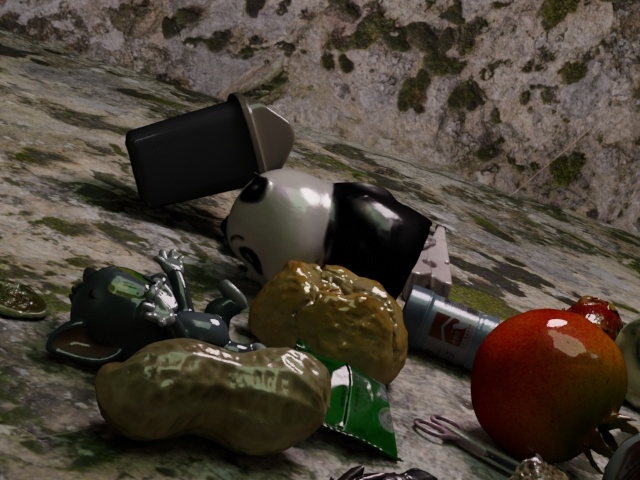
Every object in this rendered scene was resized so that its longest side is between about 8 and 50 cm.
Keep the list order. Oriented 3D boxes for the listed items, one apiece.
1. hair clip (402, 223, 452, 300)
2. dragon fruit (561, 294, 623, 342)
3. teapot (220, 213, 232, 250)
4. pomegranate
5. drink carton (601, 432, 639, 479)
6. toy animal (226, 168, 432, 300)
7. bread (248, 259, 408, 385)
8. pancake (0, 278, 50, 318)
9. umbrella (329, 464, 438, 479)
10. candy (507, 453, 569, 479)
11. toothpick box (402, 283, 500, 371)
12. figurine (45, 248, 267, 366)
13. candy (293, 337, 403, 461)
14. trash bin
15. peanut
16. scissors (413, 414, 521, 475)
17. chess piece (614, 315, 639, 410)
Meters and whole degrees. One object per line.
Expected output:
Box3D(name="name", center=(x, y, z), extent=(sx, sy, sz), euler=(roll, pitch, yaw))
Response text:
Box3D(name="hair clip", center=(0.200, 0.041, 2.481), extent=(0.101, 0.085, 0.331), euler=(17, 16, -4))
Box3D(name="dragon fruit", center=(0.492, 0.191, 2.289), extent=(0.125, 0.125, 0.246), euler=(-8, 34, 8))
Box3D(name="teapot", center=(-0.113, -0.010, 2.272), extent=(0.096, 0.087, 0.177), euler=(43, 7, -19))
Box3D(name="pomegranate", center=(0.332, 0.214, 1.775), extent=(0.256, 0.221, 0.221), euler=(46, 25, 25))
Box3D(name="drink carton", center=(0.427, 0.336, 1.563), extent=(0.191, 0.185, 0.189), euler=(20, 3, 5))
Box3D(name="toy animal", center=(0.000, 0.000, 2.087), extent=(0.310, 0.251, 0.251), euler=(27, 14, 0))
Box3D(name="bread", center=(0.022, 0.115, 1.873), extent=(0.244, 0.134, 0.244), euler=(17, 17, -5))
Box3D(name="pancake", center=(-0.407, 0.076, 1.669), extent=(0.108, 0.017, 0.108), euler=(23, 14, -6))
Box3D(name="umbrella", center=(0.025, 0.286, 1.333), extent=(0.094, 0.090, 0.326), euler=(25, 15, 32))
Box3D(name="candy", center=(0.271, 0.322, 1.549), extent=(0.095, 0.085, 0.110), euler=(20, 23, -27))
Box3D(name="toothpick box", center=(0.204, 0.144, 2.072), extent=(0.153, 0.101, 0.101), euler=(21, 14, 4))
Box3D(name="figurine", center=(-0.198, 0.100, 1.634), extent=(0.265, 0.140, 0.193), euler=(28, 34, -21))
Box3D(name="candy", center=(0.032, 0.206, 1.668), extent=(0.141, 0.078, 0.203), euler=(16, 20, -17))
Box3D(name="trash bin", center=(-0.200, -0.163, 2.312), extent=(0.290, 0.182, 0.209), euler=(-16, 10, -10))
Box3D(name="peanut", center=(-0.118, 0.183, 1.467), extent=(0.298, 0.120, 0.136), euler=(8, 38, -28))
Box3D(name="scissors", center=(0.211, 0.281, 1.736), extent=(0.176, 0.022, 0.085), euler=(26, 13, 33))
Box3D(name="chess piece", center=(0.685, 0.193, 2.332), extent=(0.234, 0.234, 0.442), euler=(27, 20, 25))
